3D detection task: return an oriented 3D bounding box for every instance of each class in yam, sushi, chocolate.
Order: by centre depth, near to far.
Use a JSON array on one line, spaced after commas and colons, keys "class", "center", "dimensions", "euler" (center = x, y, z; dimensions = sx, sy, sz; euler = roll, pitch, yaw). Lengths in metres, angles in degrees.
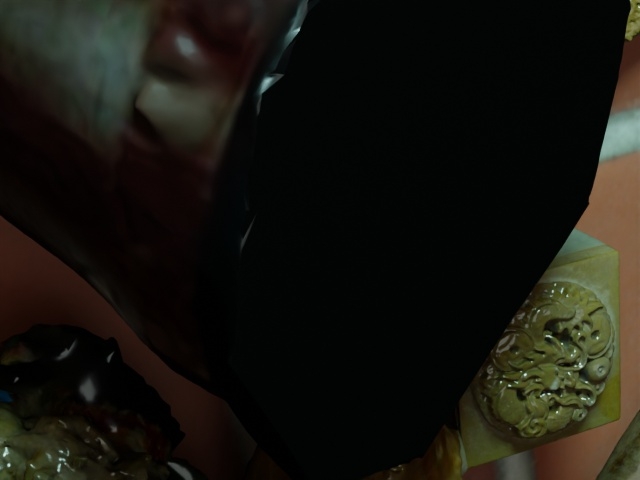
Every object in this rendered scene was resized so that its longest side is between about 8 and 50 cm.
[{"class": "chocolate", "center": [-0.054, -0.097, 0.797], "dimensions": [0.384, 0.331, 0.383], "euler": [-32, 132, -45]}, {"class": "sushi", "center": [-0.190, 0.180, 0.910], "dimensions": [0.225, 0.218, 0.238], "euler": [-3, 144, 2]}, {"class": "yam", "center": [0.302, 0.139, 1.181], "dimensions": [0.046, 0.046, 0.264], "euler": [31, 92, -28]}]

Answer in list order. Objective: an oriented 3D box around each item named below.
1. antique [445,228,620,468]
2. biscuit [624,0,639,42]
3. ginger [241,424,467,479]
[{"class": "antique", "center": [0.133, 0.072, 1.033], "dimensions": [0.152, 0.148, 0.146], "euler": [-14, 113, -22]}, {"class": "biscuit", "center": [0.167, -0.156, 1.025], "dimensions": [0.237, 0.026, 0.131], "euler": [-13, 114, -9]}, {"class": "ginger", "center": [0.021, 0.265, 1.008], "dimensions": [0.254, 0.176, 0.418], "euler": [9, 119, -18]}]
